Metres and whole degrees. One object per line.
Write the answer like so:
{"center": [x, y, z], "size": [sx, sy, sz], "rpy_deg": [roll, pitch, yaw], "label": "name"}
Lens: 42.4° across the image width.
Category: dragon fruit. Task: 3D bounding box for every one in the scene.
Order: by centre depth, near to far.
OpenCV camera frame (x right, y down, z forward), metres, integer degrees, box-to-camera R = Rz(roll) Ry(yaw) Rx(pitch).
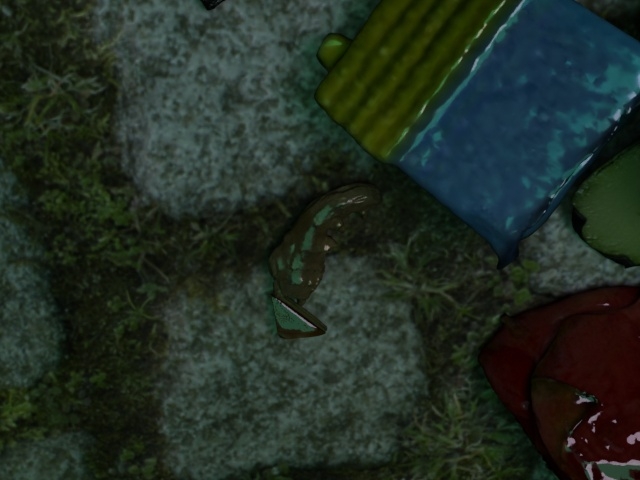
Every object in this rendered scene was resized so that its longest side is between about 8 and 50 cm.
{"center": [0.376, 0.164, 0.891], "size": [0.329, 0.228, 0.286], "rpy_deg": [-38, 99, 14], "label": "dragon fruit"}

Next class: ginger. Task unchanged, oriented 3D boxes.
{"center": [-0.002, -0.003, 0.953], "size": [0.069, 0.051, 0.173], "rpy_deg": [35, 107, -11], "label": "ginger"}

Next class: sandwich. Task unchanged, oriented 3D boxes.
{"center": [-0.035, 0.099, 0.993], "size": [0.083, 0.031, 0.044], "rpy_deg": [36, 101, -5], "label": "sandwich"}

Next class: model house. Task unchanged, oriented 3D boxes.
{"center": [0.154, -0.153, 0.822], "size": [0.303, 0.215, 0.237], "rpy_deg": [39, 106, 4], "label": "model house"}

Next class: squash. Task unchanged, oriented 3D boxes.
{"center": [0.370, -0.059, 0.910], "size": [0.192, 0.085, 0.184], "rpy_deg": [38, 134, -25], "label": "squash"}

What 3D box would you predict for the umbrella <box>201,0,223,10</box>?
{"center": [-0.157, -0.306, 0.879], "size": [0.037, 0.040, 0.144], "rpy_deg": [-41, 99, 22], "label": "umbrella"}
